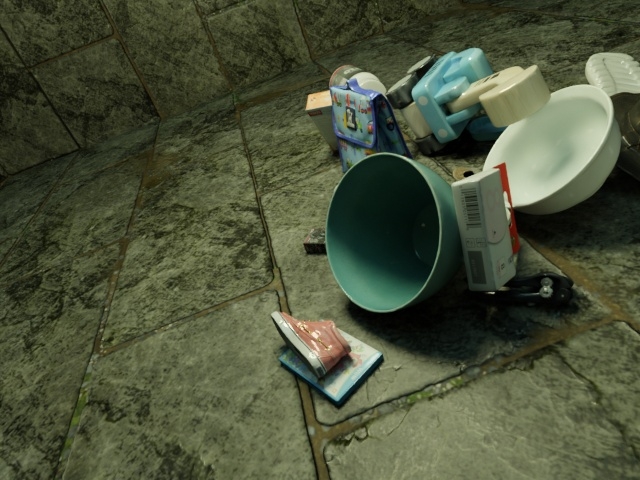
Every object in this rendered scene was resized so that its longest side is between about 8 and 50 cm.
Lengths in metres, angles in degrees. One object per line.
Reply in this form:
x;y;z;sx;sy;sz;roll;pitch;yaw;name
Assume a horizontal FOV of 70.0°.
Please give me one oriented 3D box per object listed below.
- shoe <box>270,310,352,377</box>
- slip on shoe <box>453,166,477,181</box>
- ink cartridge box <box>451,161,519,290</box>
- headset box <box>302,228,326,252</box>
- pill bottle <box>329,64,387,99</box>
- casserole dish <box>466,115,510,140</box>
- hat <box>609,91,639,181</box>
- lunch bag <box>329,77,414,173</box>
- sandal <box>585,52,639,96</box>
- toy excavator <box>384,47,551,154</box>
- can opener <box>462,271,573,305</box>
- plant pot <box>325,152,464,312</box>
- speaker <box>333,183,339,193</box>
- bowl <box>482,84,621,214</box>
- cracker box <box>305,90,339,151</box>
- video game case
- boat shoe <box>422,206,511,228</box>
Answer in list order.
-0.020;0.175;0.855;0.081;0.063;0.178;-32;40;-19;shoe
0.378;-0.163;1.170;0.051;0.041;0.135;-17;33;5;slip on shoe
0.323;-0.037;0.817;0.232;0.189;0.066;-22;13;-40;ink cartridge box
0.000;0.000;1.150;0.083;0.032;0.062;2;39;29;headset box
0.149;-0.591;1.809;0.161;0.161;0.283;-24;33;-5;pill bottle
0.526;-0.331;1.337;0.188;0.037;0.114;-2;37;27;casserole dish
0.735;-0.251;0.943;0.331;0.134;0.331;-5;52;6;hat
0.133;-0.316;1.296;0.138;0.293;0.221;-30;33;-14;lunch bag
0.762;-0.328;1.149;0.169;0.102;0.416;7;53;15;sandal
0.395;-0.396;1.209;0.445;0.222;0.433;-17;28;48;toy excavator
0.350;0.088;0.821;0.186;0.073;0.059;-5;75;28;can opener
0.175;-0.012;0.894;0.195;0.290;0.290;2;16;-39;plant pot
0.072;-0.104;1.241;0.055;0.055;0.136;-18;32;4;speaker
0.502;-0.164;0.968;0.298;0.134;0.298;-47;24;28;bowl
0.072;-0.391;1.495;0.156;0.232;0.067;-3;65;24;cracker box
0.016;0.217;0.842;0.119;0.015;0.166;-39;37;-26;video game case
0.310;-0.044;0.999;0.219;0.070;0.077;8;61;44;boat shoe
